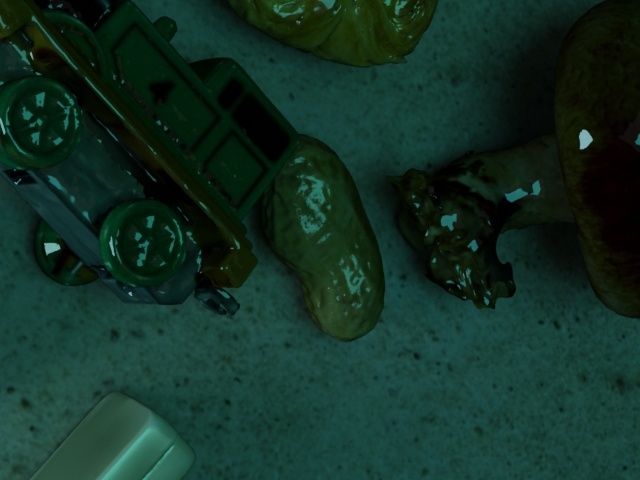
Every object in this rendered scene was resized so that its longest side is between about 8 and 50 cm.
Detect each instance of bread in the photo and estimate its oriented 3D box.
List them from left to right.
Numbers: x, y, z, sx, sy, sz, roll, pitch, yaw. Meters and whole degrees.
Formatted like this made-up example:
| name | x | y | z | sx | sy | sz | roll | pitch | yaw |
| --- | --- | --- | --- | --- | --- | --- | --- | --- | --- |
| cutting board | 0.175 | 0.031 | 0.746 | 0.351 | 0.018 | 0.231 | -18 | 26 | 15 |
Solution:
| name | x | y | z | sx | sy | sz | roll | pitch | yaw |
| --- | --- | --- | --- | --- | --- | --- | --- | --- | --- |
| bread | 0.011 | -0.280 | 1.722 | 0.236 | 0.120 | 0.198 | 17 | 90 | -28 |

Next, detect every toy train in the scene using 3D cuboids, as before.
| name | x | y | z | sx | sy | sz | roll | pitch | yaw |
| --- | --- | --- | --- | --- | --- | --- | --- | --- | --- |
| toy train | -0.191 | -0.107 | 1.618 | 0.429 | 0.178 | 0.249 | 49 | 65 | -23 |

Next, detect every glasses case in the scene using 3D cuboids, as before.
| name | x | y | z | sx | sy | sz | roll | pitch | yaw |
| --- | --- | --- | --- | --- | --- | --- | --- | --- | --- |
| glasses case | -0.257 | 0.286 | 1.650 | 0.313 | 0.131 | 0.070 | -49 | 114 | -13 |

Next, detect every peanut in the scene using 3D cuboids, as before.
| name | x | y | z | sx | sy | sz | roll | pitch | yaw |
| --- | --- | --- | --- | --- | --- | --- | --- | --- | --- |
| peanut | 0.000 | 0.000 | 1.764 | 0.108 | 0.095 | 0.226 | -36 | 113 | -32 |

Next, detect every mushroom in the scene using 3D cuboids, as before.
| name | x | y | z | sx | sy | sz | roll | pitch | yaw |
| --- | --- | --- | --- | --- | --- | --- | --- | --- | --- |
| mushroom | 0.302 | -0.068 | 1.859 | 0.331 | 0.356 | 0.334 | 51 | 36 | -20 |
